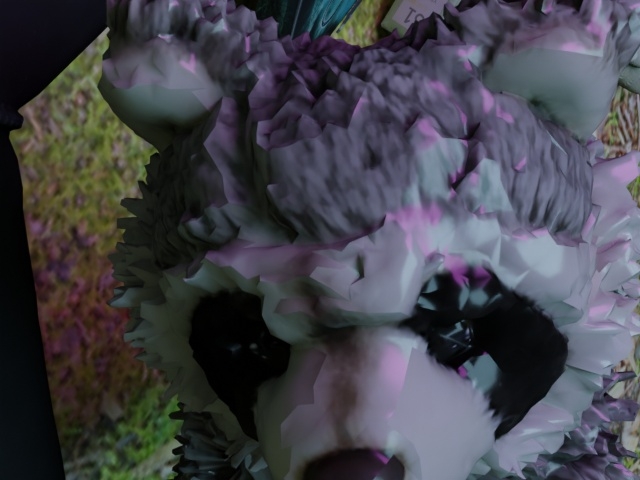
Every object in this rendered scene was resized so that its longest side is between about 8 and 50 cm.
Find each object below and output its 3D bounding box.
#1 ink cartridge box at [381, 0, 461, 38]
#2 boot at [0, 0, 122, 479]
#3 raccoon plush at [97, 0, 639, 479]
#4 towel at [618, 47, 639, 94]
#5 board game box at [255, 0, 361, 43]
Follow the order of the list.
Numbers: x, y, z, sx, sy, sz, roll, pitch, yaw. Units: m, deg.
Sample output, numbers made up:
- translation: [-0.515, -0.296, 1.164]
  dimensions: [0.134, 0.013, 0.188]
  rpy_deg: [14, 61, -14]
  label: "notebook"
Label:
- translation: [0.102, -0.106, 0.869]
  dimensions: [0.171, 0.056, 0.235]
  rpy_deg: [17, 111, -51]
  label: "ink cartridge box"
- translation: [-0.130, 0.037, 0.538]
  dimensions: [0.367, 0.146, 0.445]
  rpy_deg: [-29, 121, -47]
  label: "boot"
- translation: [0.000, 0.000, 0.561]
  dimensions: [0.216, 0.446, 0.299]
  rpy_deg: [-12, 116, -10]
  label: "raccoon plush"
- translation: [0.218, -0.298, 0.971]
  dimensions: [0.324, 0.056, 0.312]
  rpy_deg: [21, 82, -52]
  label: "towel"
- translation: [0.009, -0.158, 0.679]
  dimensions: [0.126, 0.026, 0.186]
  rpy_deg: [-56, 174, -27]
  label: "board game box"
